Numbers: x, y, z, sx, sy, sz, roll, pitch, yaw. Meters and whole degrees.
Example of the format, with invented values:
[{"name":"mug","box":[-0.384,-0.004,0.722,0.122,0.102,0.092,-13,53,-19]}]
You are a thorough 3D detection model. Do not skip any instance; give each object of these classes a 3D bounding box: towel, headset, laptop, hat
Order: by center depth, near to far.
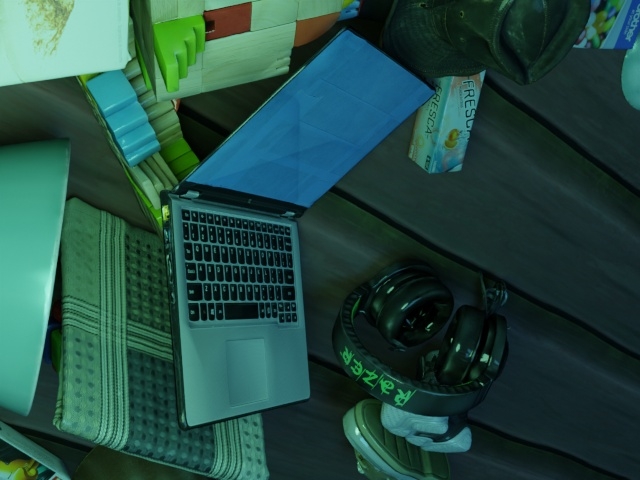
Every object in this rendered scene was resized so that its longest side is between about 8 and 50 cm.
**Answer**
[{"name":"hat","box":[0.234,-0.273,1.300,0.331,0.134,0.331,-24,153,-13]},{"name":"laptop","box":[0.000,0.000,1.332,0.382,0.236,0.408,9,76,-69]},{"name":"towel","box":[-0.199,0.129,1.368,0.312,0.324,0.056,26,133,-38]},{"name":"headset","box":[0.175,0.152,1.677,0.394,0.243,0.185,-27,145,-47]}]

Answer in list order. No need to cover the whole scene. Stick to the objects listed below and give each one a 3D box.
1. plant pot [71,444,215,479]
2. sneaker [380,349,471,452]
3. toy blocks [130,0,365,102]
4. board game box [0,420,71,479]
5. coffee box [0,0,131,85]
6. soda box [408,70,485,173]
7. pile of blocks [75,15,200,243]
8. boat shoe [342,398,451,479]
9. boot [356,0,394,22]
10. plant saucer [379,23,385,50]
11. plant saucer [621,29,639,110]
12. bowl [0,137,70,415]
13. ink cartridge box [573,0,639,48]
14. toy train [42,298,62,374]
[{"name":"plant pot","box":[-0.219,0.412,1.578,0.215,0.230,0.215,-17,127,-24]},{"name":"sneaker","box":[0.171,0.241,1.763,0.268,0.101,0.153,43,47,-55]},{"name":"toy blocks","box":[-0.047,-0.273,1.053,0.261,0.191,0.381,-15,159,-12]},{"name":"board game box","box":[-0.512,0.372,1.479,0.305,0.053,0.193,-43,133,-1]},{"name":"coffee box","box":[-0.367,-0.337,0.905,0.334,0.338,0.338,-13,126,-27]},{"name":"soda box","box":[0.178,-0.189,1.551,0.058,0.063,0.183,-7,123,-29]},{"name":"pile of blocks","box":[-0.189,-0.133,1.289,0.112,0.149,0.362,-31,131,-12]},{"name":"boat shoe","box":[0.108,0.352,1.821,0.103,0.113,0.302,-21,142,23]},{"name":"boot","box":[0.089,-0.384,1.236,0.445,0.146,0.367,2,154,-31]},{"name":"plant saucer","box":[0.114,-0.274,1.486,0.083,0.013,0.083,-17,128,-23]},{"name":"plant saucer","box":[0.566,-0.288,1.759,0.195,0.037,0.195,-16,127,-23]},{"name":"bowl","box":[-0.377,0.029,1.205,0.163,0.311,0.311,8,116,-16]},{"name":"ink cartridge box","box":[0.381,-0.368,1.569,0.311,0.065,0.186,-6,123,-33]},{"name":"toy train","box":[-0.227,0.138,1.448,0.248,0.143,0.105,-10,125,-28]}]
